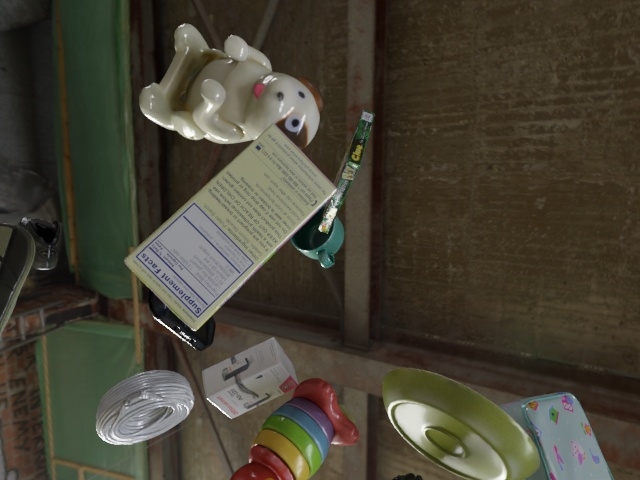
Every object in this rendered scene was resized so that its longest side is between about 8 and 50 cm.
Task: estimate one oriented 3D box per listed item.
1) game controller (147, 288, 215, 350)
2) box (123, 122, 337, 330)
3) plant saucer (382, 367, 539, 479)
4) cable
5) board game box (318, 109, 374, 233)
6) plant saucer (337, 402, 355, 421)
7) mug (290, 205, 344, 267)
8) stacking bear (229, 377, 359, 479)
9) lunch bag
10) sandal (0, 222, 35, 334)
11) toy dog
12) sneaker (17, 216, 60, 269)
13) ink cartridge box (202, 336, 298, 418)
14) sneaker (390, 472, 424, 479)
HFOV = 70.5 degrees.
[{"bbox_3d":[-0.297,0.132,1.001,0.067,0.319,0.166,2,-118,9],"label":"game controller"},{"bbox_3d":[-0.114,-0.012,0.634,0.243,0.213,0.117,-44,-87,-9],"label":"box"},{"bbox_3d":[0.189,0.284,0.666,0.241,0.037,0.241,27,-35,21],"label":"plant saucer"},{"bbox_3d":[-0.485,0.465,1.255,0.257,0.257,0.089,-44,-125,15],"label":"cable"},{"bbox_3d":[0.049,-0.133,0.940,0.030,0.136,0.260,21,-30,-2],"label":"board game box"},{"bbox_3d":[-0.009,0.466,1.209,0.188,0.188,0.045,-7,-113,7],"label":"plant saucer"},{"bbox_3d":[-0.007,-0.005,1.166,0.129,0.097,0.158,5,-109,26],"label":"mug"},{"bbox_3d":[-0.078,0.457,0.958,0.164,0.289,0.175,-23,-79,45],"label":"stacking bear"},{"bbox_3d":[0.468,0.450,0.886,0.108,0.224,0.279,-39,-125,47],"label":"lunch bag"},{"bbox_3d":[-0.551,0.116,0.720,0.303,0.120,0.086,-63,-164,-14],"label":"sandal"},{"bbox_3d":[-0.201,-0.344,1.206,0.408,0.395,0.285,18,-112,27],"label":"toy dog"},{"bbox_3d":[-0.804,-0.029,1.297,0.227,0.087,0.130,41,-63,39],"label":"sneaker"},{"bbox_3d":[-0.191,0.381,1.247,0.218,0.158,0.092,-24,-135,1],"label":"ink cartridge box"},{"bbox_3d":[0.107,0.454,0.667,0.078,0.234,0.106,0,-75,27],"label":"sneaker"}]
